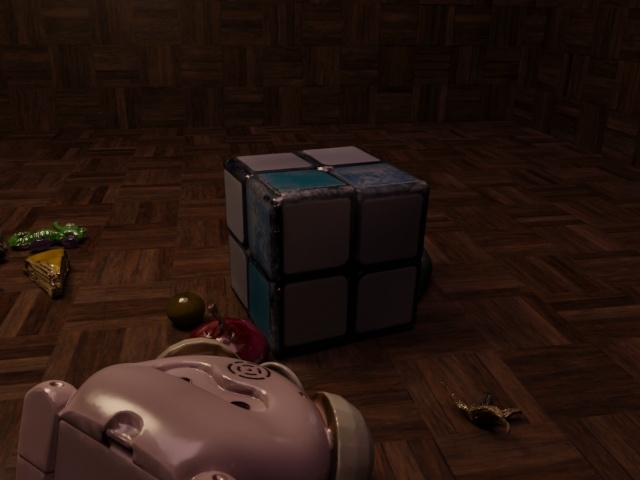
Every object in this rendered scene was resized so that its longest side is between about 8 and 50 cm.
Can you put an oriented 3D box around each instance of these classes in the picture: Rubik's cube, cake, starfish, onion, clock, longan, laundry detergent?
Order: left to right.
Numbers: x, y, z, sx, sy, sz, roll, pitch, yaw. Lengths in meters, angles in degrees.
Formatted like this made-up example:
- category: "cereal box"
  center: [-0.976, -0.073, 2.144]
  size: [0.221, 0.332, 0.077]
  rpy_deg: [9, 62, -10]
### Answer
- category: "cake"
  center: [-0.623, 0.063, 1.306]
  size: [0.116, 0.079, 0.185]
  rpy_deg: [-1, 26, -12]
- category: "longan"
  center: [-0.267, 0.137, 1.161]
  size: [0.075, 0.075, 0.083]
  rpy_deg: [-5, -18, -14]
- category: "clock"
  center: [-0.132, 0.241, 0.701]
  size: [0.342, 0.184, 0.326]
  rpy_deg: [24, 11, 26]
- category: "onion"
  center: [-0.165, 0.161, 0.993]
  size: [0.150, 0.140, 0.150]
  rpy_deg: [-2, 20, 1]
- category: "Rubik's cube"
  center: [0.000, 0.000, 1.170]
  size: [0.313, 0.316, 0.318]
  rpy_deg: [-9, 25, -22]
- category: "laundry detergent"
  center: [0.190, 0.072, 1.341]
  size: [0.137, 0.063, 0.211]
  rpy_deg: [-2, 24, 2]
- category: "starfish"
  center: [0.240, 0.258, 0.907]
  size: [0.130, 0.041, 0.133]
  rpy_deg: [18, 1, 25]

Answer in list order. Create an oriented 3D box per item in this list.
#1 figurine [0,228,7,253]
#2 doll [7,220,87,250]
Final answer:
- category: "figurine"
  center: [-0.861, -0.034, 1.465]
  size: [0.271, 0.143, 0.143]
  rpy_deg: [13, 25, 31]
- category: "doll"
  center: [-0.707, -0.010, 1.519]
  size: [0.190, 0.050, 0.115]
  rpy_deg: [-11, 28, -22]
